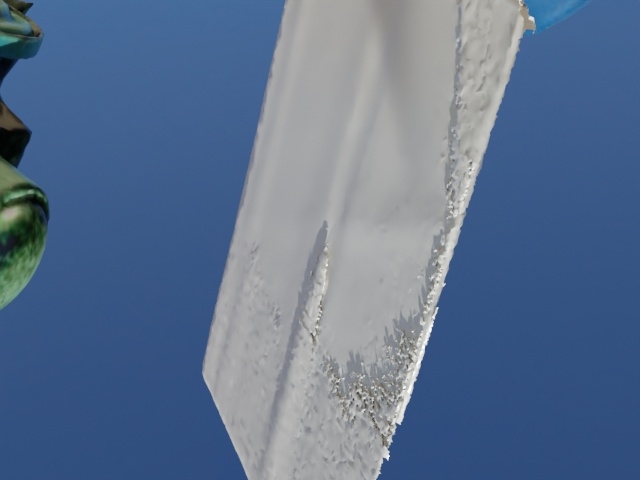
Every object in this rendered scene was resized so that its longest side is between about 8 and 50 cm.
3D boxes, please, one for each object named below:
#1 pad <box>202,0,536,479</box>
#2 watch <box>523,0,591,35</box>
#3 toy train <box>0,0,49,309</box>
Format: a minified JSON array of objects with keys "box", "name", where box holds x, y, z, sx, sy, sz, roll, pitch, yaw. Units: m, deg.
[{"box":[0.000,0.000,0.407,0.004,0.232,0.156,1,-148,-24],"name":"pad"},{"box":[0.117,-0.200,0.532,0.196,0.171,0.200,-45,-173,-23],"name":"watch"},{"box":[-0.219,-0.065,0.324,0.298,0.120,0.194,30,-166,16],"name":"toy train"}]
